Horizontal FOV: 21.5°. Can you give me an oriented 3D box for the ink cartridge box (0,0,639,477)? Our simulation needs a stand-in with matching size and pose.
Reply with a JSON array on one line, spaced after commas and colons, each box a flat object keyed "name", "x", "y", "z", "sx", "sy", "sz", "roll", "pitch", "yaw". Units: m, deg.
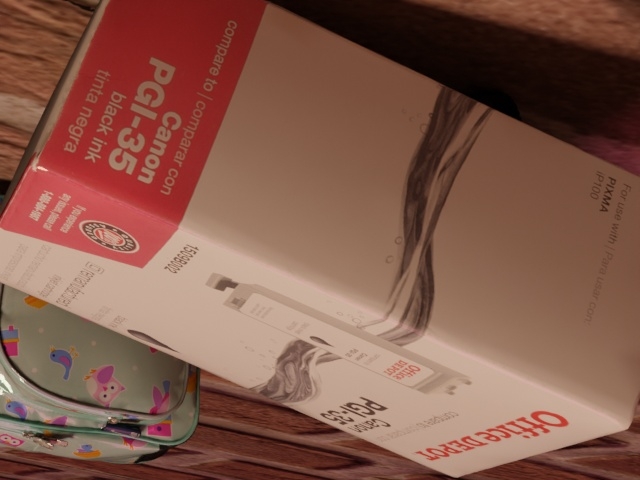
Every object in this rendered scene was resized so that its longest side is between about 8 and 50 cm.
[{"name": "ink cartridge box", "x": 0.000, "y": 0.000, "z": 0.797, "sx": 0.283, "sy": 0.117, "sz": 0.207, "roll": 24, "pitch": 160, "yaw": -11}]

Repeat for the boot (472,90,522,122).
[{"name": "boot", "x": 0.056, "y": -0.044, "z": 0.870, "sx": 0.099, "sy": 0.045, "sz": 0.121, "roll": 7, "pitch": 164, "yaw": 20}]

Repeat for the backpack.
[{"name": "backpack", "x": -0.168, "y": 0.053, "z": 1.067, "sx": 0.188, "sy": 0.165, "sz": 0.144, "roll": 6, "pitch": 163, "yaw": -11}]
